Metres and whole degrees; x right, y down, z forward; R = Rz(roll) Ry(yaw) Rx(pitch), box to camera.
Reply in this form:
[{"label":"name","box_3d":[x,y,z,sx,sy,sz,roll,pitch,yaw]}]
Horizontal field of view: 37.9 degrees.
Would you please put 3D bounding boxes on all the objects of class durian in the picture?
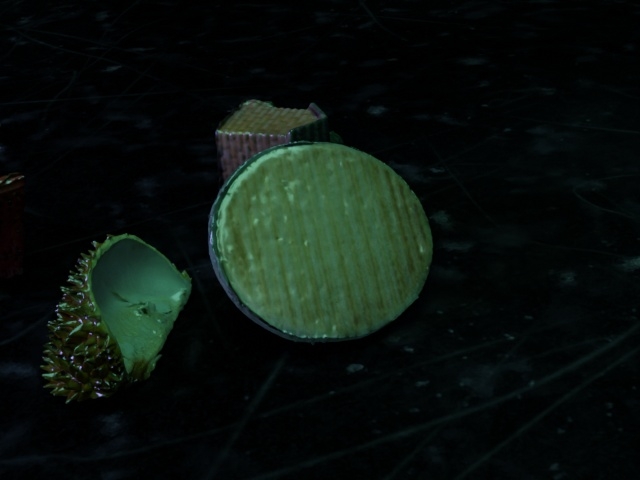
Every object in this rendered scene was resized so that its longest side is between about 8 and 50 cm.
[{"label":"durian","box_3d":[-0.235,0.081,1.074,0.139,0.144,0.252,18,26,-3]}]

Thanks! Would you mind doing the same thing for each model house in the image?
[{"label":"model house","box_3d":[-0.033,-0.087,1.246,0.172,0.182,0.166,5,33,22]}]

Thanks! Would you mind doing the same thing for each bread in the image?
[{"label":"bread","box_3d":[0.000,0.000,1.103,0.267,0.040,0.266,4,67,-9]}]

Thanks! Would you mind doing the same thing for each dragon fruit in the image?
[{"label":"dragon fruit","box_3d":[-0.456,-0.027,1.235,0.127,0.160,0.121,-4,27,-38]}]
